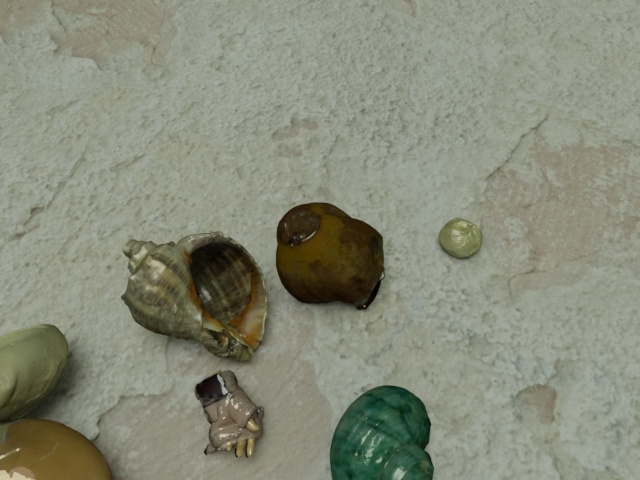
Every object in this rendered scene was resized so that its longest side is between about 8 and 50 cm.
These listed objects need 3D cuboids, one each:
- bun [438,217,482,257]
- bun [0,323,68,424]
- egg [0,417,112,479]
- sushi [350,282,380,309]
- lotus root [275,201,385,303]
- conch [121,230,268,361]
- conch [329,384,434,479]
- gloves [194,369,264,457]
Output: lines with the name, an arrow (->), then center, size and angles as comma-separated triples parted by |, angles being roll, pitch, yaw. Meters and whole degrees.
bun -> 0.276, -0.009, 1.118 | 0.086, 0.055, 0.086 | -1, 61, 2
bun -> -0.552, 0.243, 0.939 | 0.287, 0.287, 0.146 | -25, 93, -10
egg -> -0.443, 0.377, 0.873 | 0.244, 0.201, 0.201 | 10, 62, -4
sushi -> 0.086, 0.094, 1.090 | 0.046, 0.044, 0.083 | 29, 67, -6
lotus root -> 0.001, 0.000, 1.040 | 0.188, 0.180, 0.199 | -11, 56, 22
conch -> -0.232, 0.096, 1.041 | 0.291, 0.159, 0.210 | 49, 59, -16
conch -> 0.108, 0.334, 0.898 | 0.196, 0.134, 0.202 | -27, 63, -10
gloves -> -0.152, 0.289, 0.961 | 0.110, 0.094, 0.144 | -11, 81, 7
